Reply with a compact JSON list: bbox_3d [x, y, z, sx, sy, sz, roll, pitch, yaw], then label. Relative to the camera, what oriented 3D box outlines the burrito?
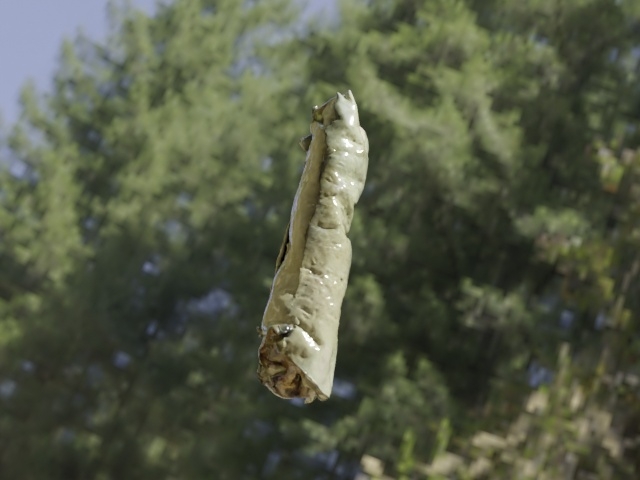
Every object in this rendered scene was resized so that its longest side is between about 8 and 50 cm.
[{"bbox_3d":[0.000,0.000,1.043,0.041,0.185,0.045,19,-32,-11],"label":"burrito"}]
